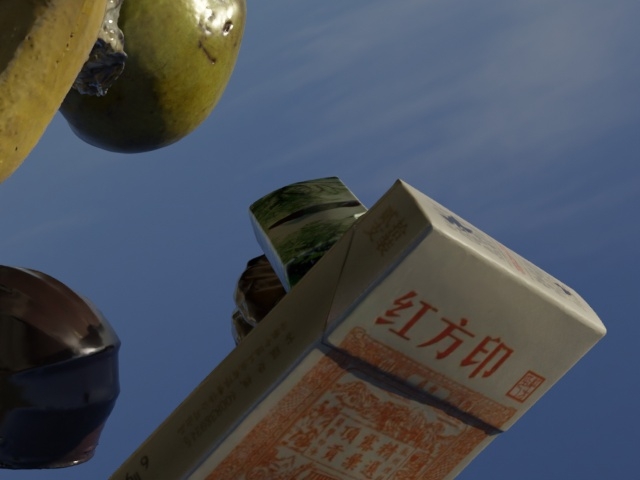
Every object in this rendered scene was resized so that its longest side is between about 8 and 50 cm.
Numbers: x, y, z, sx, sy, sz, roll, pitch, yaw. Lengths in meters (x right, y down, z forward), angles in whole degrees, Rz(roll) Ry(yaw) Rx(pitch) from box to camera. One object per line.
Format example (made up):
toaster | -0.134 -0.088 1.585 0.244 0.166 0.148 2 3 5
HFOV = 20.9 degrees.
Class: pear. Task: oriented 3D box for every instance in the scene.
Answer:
pear | -0.242 -0.278 2.245 0.304 0.304 0.304 -27 -162 9

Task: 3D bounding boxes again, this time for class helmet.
helmet | -0.359 0.121 2.021 0.177 0.305 0.225 -57 167 22

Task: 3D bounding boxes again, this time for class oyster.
oyster | -0.227 -0.258 1.740 0.396 0.111 0.204 -170 -78 -77

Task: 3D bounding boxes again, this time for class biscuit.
biscuit | 0.027 0.077 2.083 0.268 0.115 0.366 1 -166 1

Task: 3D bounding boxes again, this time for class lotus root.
lotus root | -0.274 -0.138 1.382 0.303 0.146 0.131 -55 -173 -1

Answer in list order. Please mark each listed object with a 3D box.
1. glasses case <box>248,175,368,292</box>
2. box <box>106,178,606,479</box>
glasses case | 0.000 0.000 1.487 0.095 0.062 0.272 -23 -166 -4
box | -0.009 0.138 1.076 0.365 0.204 0.051 -47 -133 13
